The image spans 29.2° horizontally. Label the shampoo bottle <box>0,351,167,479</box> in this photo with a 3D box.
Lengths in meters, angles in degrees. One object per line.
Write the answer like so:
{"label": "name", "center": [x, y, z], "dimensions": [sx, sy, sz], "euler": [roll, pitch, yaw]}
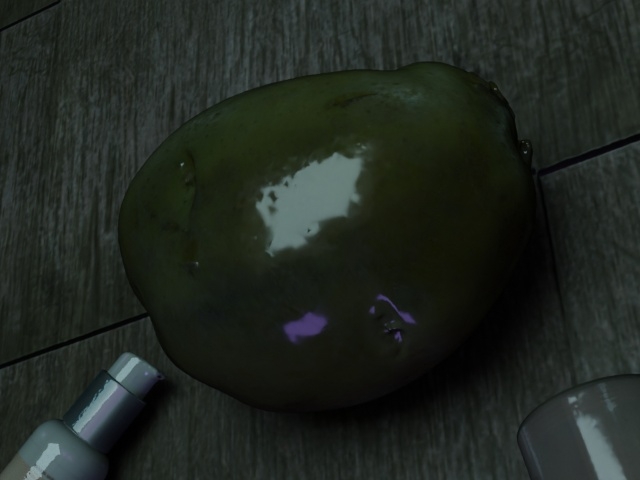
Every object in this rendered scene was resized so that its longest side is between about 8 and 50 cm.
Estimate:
{"label": "shampoo bottle", "center": [-0.209, 0.176, 1.038], "dimensions": [0.074, 0.074, 0.192], "euler": [30, 81, 43]}

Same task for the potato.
{"label": "potato", "center": [0.000, 0.000, 0.914], "dimensions": [0.326, 0.221, 0.243], "euler": [-11, 53, 23]}

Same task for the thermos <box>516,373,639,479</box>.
{"label": "thermos", "center": [0.212, 0.184, 0.735], "dimensions": [0.137, 0.105, 0.193], "euler": [-9, 53, -9]}
